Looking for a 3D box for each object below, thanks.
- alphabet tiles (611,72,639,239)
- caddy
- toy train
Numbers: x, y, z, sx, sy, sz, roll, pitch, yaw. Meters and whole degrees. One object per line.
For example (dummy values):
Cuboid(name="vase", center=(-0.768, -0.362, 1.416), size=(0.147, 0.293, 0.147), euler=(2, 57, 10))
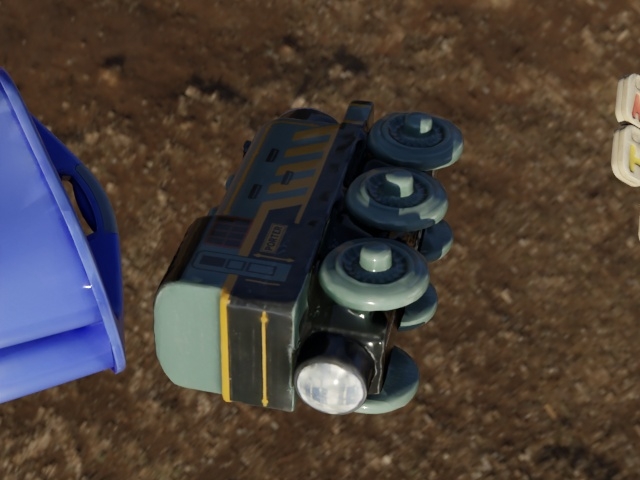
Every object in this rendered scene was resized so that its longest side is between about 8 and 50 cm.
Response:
Cuboid(name="alphabet tiles", center=(0.466, -0.095, 1.648), size=(0.284, 0.021, 0.278), euler=(25, 64, -33))
Cuboid(name="caddy", center=(-0.292, -0.010, 1.290), size=(0.179, 0.241, 0.341), euler=(-22, 63, -16))
Cuboid(name="toy train", center=(0.000, 0.000, 1.010), size=(0.190, 0.142, 0.334), euler=(9, 38, 9))
